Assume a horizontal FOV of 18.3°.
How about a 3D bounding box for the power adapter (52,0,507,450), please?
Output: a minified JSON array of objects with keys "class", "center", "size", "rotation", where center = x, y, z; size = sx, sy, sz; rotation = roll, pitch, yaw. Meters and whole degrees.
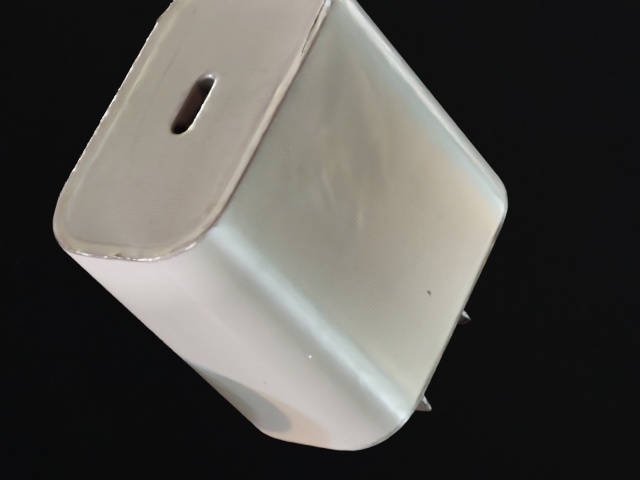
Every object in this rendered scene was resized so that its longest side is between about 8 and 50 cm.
[{"class":"power adapter","center":[0.000,0.000,1.063],"size":[0.124,0.255,0.187],"rotation":[6,-119,42]}]
